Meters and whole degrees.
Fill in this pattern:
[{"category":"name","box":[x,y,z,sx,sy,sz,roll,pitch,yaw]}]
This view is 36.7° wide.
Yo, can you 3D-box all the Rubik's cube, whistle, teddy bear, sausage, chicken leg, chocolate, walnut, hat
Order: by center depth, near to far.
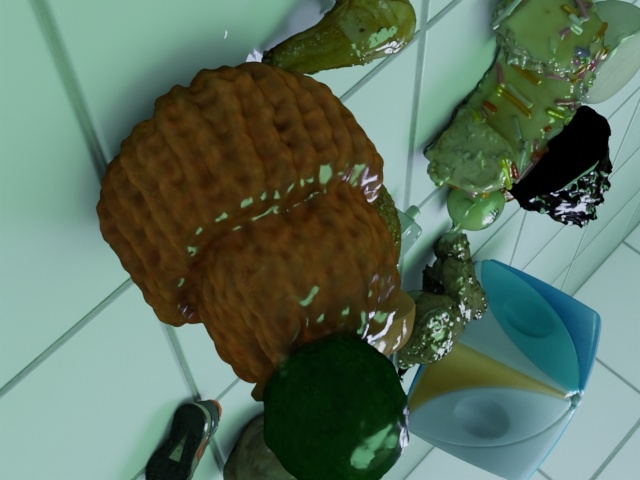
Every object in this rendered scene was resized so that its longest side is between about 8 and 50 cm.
[{"category":"hat","box":[-0.019,0.020,0.917,0.285,0.400,0.285,-26,144,-21]},{"category":"chicken leg","box":[0.003,-0.217,1.042,0.207,0.101,0.085,-27,151,-5]},{"category":"chocolate","box":[0.436,-0.106,1.700,0.206,0.224,0.177,-37,123,2]},{"category":"walnut","box":[-0.070,0.414,1.769,0.224,0.224,0.224,-42,157,-22]},{"category":"sausage","box":[0.092,0.162,1.774,0.136,0.120,0.241,-58,162,20]},{"category":"whistle","box":[0.337,-0.119,1.826,0.288,0.106,0.131,-47,166,-10]},{"category":"teddy bear","box":[0.232,0.144,1.951,0.256,0.156,0.267,-41,159,-43]},{"category":"Rubik's cube","box":[0.420,0.299,2.250,0.351,0.347,0.352,-53,167,-52]}]

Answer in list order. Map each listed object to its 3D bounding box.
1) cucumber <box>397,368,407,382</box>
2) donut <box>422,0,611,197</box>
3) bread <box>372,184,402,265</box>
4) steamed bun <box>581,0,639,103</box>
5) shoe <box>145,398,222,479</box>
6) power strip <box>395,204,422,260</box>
[{"category":"cucumber","box":[0.218,0.277,2.338,0.039,0.043,0.163,-97,-150,-53]},{"category":"donut","box":[0.324,-0.240,1.541,0.307,0.150,0.371,-33,154,-46]},{"category":"bread","box":[0.001,0.004,1.234,0.314,0.192,0.171,-28,150,-45]},{"category":"steamed bun","box":[0.502,-0.347,1.750,0.177,0.131,0.228,-40,160,0]},{"category":"shoe","box":[-0.209,0.328,1.520,0.077,0.074,0.194,-24,144,-59]},{"category":"power strip","box":[0.040,0.091,1.637,0.385,0.062,0.091,-51,159,3]}]
